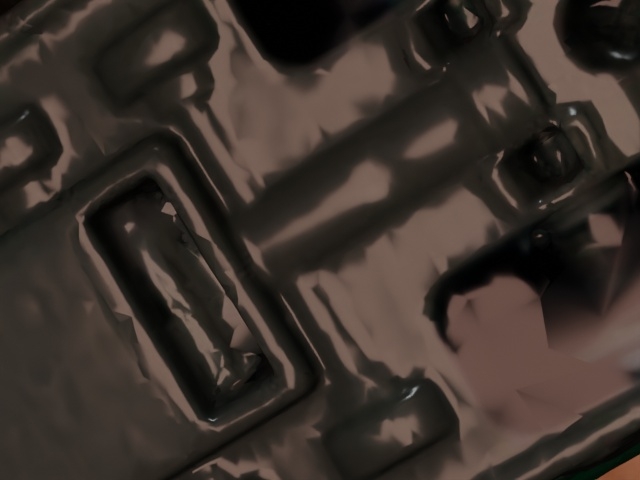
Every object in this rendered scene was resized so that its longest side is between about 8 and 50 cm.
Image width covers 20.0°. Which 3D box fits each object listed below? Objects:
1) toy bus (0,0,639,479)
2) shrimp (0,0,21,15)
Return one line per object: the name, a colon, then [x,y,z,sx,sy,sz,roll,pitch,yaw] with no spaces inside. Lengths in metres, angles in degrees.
toy bus: [0.000,0.000,0.513,0.343,0.199,0.183,-31,87,19]
shrimp: [-0.247,-0.193,0.575,0.445,0.085,0.272,43,145,-16]
